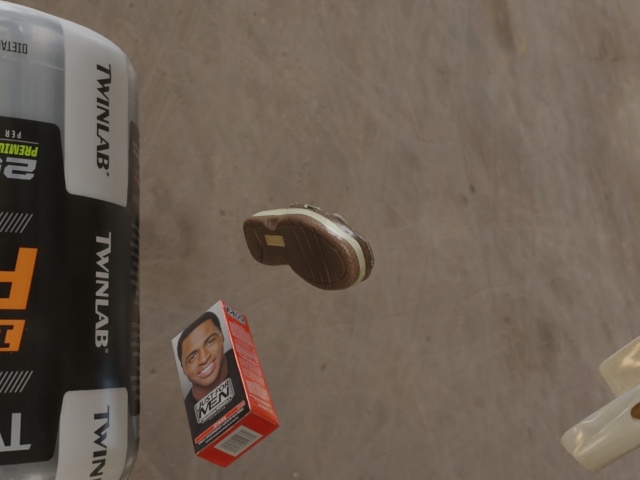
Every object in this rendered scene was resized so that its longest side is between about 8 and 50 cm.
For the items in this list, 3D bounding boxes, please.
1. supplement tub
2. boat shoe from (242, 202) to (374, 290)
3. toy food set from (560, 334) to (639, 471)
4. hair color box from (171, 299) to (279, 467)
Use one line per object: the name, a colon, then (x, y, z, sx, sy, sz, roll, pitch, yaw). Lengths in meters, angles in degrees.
supplement tub: (-0.203, 0.039, 0.474, 0.193, 0.193, 0.316, 8, 76, -51)
boat shoe: (-0.002, -0.008, 1.006, 0.095, 0.257, 0.095, -21, 112, -27)
toy food set: (0.379, 0.125, 0.886, 0.092, 0.219, 0.306, 53, 25, 13)
hair color box: (-0.092, 0.132, 0.762, 0.043, 0.072, 0.141, 38, 18, -40)
